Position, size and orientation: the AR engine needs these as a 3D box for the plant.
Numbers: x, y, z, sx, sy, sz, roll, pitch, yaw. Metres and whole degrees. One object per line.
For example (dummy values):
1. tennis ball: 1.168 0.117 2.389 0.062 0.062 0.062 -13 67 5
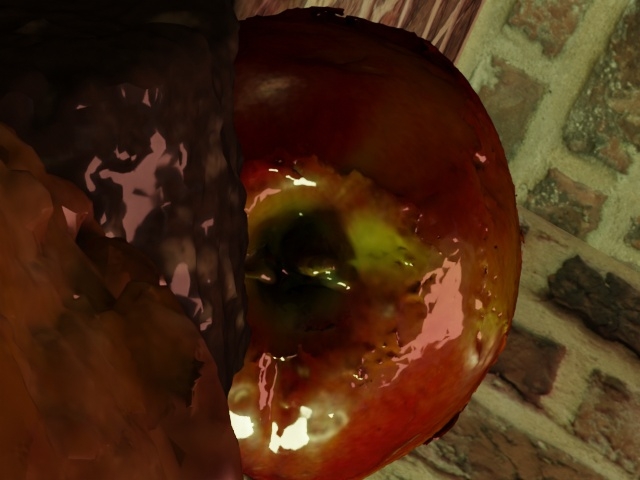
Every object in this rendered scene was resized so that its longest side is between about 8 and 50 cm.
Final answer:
1. plant: -0.135 0.047 0.697 0.213 0.215 0.312 -79 168 -66

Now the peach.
1. peach: 0.000 0.000 1.278 0.353 0.339 0.416 -59 178 2

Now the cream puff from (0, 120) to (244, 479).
1. cream puff: -0.177 0.107 0.478 0.231 0.327 0.343 -16 102 -70
